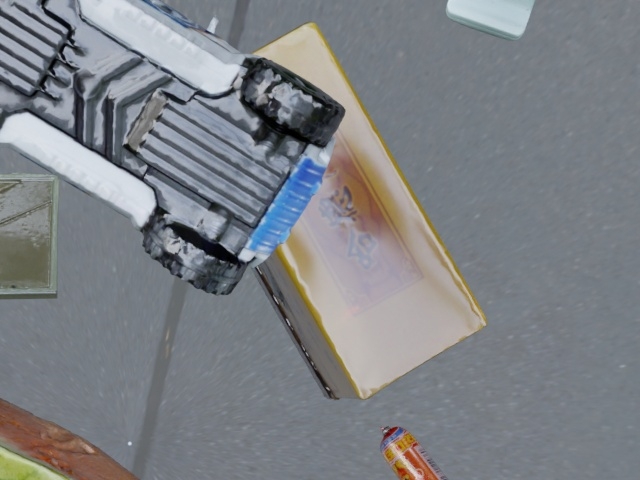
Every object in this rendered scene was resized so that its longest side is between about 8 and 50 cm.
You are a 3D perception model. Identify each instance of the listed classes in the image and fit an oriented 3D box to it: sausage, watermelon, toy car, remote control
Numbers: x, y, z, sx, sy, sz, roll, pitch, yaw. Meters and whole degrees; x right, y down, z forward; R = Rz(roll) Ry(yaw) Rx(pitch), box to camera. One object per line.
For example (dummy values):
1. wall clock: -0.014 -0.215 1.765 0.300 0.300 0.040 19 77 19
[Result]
1. sausage: 0.090 0.204 1.116 0.034 0.034 0.129 -34 67 -11
2. watermelon: -0.275 0.234 1.202 0.303 0.159 0.128 26 92 16
3. toy car: -0.078 -0.056 0.474 0.170 0.070 0.080 31 101 -7
4. remote control: 0.140 -0.220 0.997 0.061 0.029 0.162 21 62 1

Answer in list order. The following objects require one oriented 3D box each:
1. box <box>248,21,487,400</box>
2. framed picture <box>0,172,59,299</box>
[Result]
1. box: 0.000 0.000 1.143 0.115 0.415 0.264 -31 87 -6
2. framed picture: -0.460 -0.006 1.696 0.259 0.023 0.189 -2 55 -9
